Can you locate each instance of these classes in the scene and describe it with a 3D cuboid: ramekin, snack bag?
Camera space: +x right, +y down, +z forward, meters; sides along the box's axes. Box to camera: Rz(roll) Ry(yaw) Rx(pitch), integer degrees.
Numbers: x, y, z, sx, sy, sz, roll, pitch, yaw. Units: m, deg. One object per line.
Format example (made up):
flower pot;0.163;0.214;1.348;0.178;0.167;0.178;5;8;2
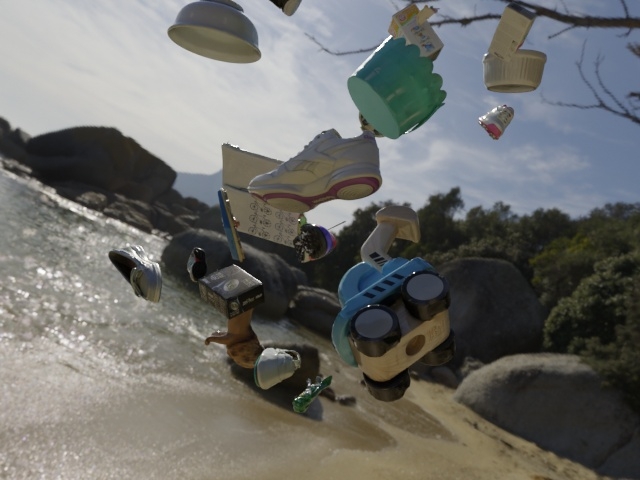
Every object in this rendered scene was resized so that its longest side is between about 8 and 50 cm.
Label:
ramekin;0.657;-0.573;1.783;0.207;0.109;0.207;4;6;0
snack bag;-0.211;-0.154;1.849;0.322;0.343;0.037;18;36;14

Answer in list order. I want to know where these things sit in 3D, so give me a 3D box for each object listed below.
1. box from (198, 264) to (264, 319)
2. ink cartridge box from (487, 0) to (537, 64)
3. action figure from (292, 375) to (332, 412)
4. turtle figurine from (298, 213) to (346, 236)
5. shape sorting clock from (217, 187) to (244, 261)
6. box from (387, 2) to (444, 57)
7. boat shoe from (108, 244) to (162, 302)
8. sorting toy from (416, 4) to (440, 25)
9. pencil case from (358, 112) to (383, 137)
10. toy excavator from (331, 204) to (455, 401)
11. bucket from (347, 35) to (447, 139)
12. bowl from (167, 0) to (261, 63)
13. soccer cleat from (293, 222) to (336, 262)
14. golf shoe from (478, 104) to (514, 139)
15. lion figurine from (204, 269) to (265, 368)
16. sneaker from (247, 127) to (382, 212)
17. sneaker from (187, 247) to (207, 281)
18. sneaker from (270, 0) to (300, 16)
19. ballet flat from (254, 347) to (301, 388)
box;-0.300;0.169;1.757;0.147;0.078;0.180;-23;34;-34
ink cartridge box;0.411;-0.446;1.127;0.063;0.029;0.115;40;-26;18
action figure;-0.041;0.494;1.662;0.063;0.137;0.232;38;6;12
turtle figurine;-0.054;-0.095;2.223;0.197;0.275;0.266;27;-3;-44
shape sorting clock;-0.237;-0.042;1.407;0.040;0.206;0.206;-12;1;-7
box;0.357;-0.766;1.972;0.203;0.103;0.114;57;-6;4
boat shoe;-0.602;0.108;1.706;0.103;0.118;0.320;-2;28;-37
sorting toy;0.390;-0.813;1.868;0.083;0.075;0.045;-23;-86;53
pencil case;0.266;-0.572;2.194;0.160;0.183;0.410;40;34;-11
toy excavator;0.168;0.103;1.322;0.445;0.432;0.223;41;-24;47
bucket;0.227;-0.460;1.608;0.281;0.183;0.281;49;-5;6
bowl;-0.321;-0.675;1.646;0.297;0.134;0.298;11;2;0
soccer cleat;0.000;0.000;1.549;0.116;0.109;0.318;-17;-5;-14
golf shoe;0.737;-0.505;2.168;0.115;0.140;0.306;47;23;-6
lion figurine;-0.332;0.322;2.129;0.240;0.393;0.142;3;1;8
sneaker;-0.012;-0.146;1.092;0.304;0.152;0.114;-8;-22;25
sneaker;-0.444;0.102;1.861;0.057;0.075;0.161;16;36;-25
sneaker;-0.091;-0.817;1.537;0.153;0.269;0.101;25;6;-7
ballet flat;-0.148;0.472;1.993;0.139;0.139;0.400;26;-2;9
